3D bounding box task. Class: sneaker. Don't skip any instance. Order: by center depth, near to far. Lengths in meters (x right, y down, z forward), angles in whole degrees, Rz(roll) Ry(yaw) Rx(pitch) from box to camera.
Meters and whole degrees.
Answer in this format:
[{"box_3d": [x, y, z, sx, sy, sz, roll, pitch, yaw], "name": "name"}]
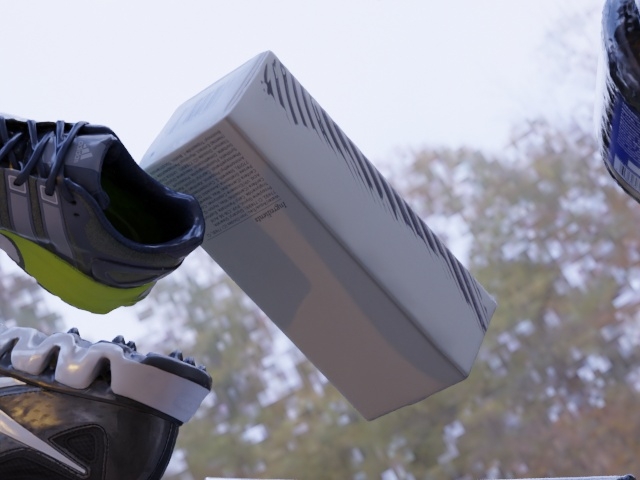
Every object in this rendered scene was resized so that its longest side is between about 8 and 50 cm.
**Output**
[{"box_3d": [-0.169, 0.080, 0.853, 0.078, 0.234, 0.106, 41, -117, -66], "name": "sneaker"}, {"box_3d": [-0.205, -0.053, 1.268, 0.300, 0.111, 0.121, 27, -36, -34], "name": "sneaker"}]

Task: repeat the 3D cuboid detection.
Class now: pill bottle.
[{"box_3d": [0.206, -0.095, 0.975, 0.122, 0.123, 0.219, -27, -17, -2], "name": "pill bottle"}]

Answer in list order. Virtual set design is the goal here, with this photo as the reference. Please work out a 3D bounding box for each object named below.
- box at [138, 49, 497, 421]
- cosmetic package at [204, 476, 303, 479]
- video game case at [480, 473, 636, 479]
[{"box_3d": [0.000, 0.000, 1.397, 0.113, 0.094, 0.275, -27, -66, 38], "name": "box"}, {"box_3d": [0.030, 0.297, 0.861, 0.196, 0.366, 0.155, 4, -4, -3], "name": "cosmetic package"}, {"box_3d": [0.097, 0.218, 1.186, 0.248, 0.035, 0.275, -4, -31, 17], "name": "video game case"}]
